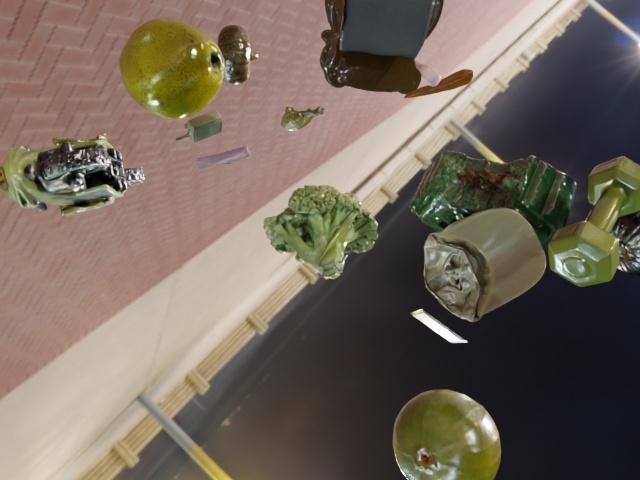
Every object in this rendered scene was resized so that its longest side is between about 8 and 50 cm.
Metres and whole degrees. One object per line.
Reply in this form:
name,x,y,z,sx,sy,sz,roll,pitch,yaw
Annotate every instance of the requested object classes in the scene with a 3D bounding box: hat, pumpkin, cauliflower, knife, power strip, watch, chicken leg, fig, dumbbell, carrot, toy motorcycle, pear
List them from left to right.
toy motorcycle,-0.545,-0.142,1.215,0.237,0.168,0.410,-9,-179,-3
pear,-0.408,-0.481,1.525,0.294,0.294,0.294,-47,175,-5
power strip,-0.396,-0.364,1.776,0.175,0.042,0.075,-30,157,-25
pumpkin,-0.320,-0.707,2.100,0.162,0.219,0.219,-1,163,-10
chicken leg,-0.065,-0.440,1.908,0.178,0.093,0.070,-7,-143,38
cauliflower,0.001,-0.004,1.524,0.260,0.327,0.281,90,3,-64
watch,0.126,-0.465,1.033,0.327,0.314,0.335,-74,172,-81
knife,0.257,-0.539,1.645,0.043,0.081,0.336,-55,-144,16
carrot,0.354,-0.465,1.640,0.216,0.048,0.048,-15,-171,23
fig,0.361,0.556,1.512,0.316,0.316,0.316,-47,175,-5
hat,0.357,0.054,1.218,0.245,0.214,0.149,-23,173,-2
dumbbell,0.534,-0.041,1.030,0.302,0.108,0.121,-45,-170,-32
pumpkin,0.719,-0.009,1.251,0.140,0.202,0.202,-37,173,-13

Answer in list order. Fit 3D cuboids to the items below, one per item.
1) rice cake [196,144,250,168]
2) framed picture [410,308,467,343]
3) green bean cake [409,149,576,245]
rice cake,-0.337,-0.289,1.893,0.207,0.047,0.036,-9,-160,19
framed picture,0.427,0.318,1.982,0.010,0.199,0.195,-53,174,-10
green bean cake,0.408,-0.094,1.331,0.169,0.308,0.300,-59,-177,-26
